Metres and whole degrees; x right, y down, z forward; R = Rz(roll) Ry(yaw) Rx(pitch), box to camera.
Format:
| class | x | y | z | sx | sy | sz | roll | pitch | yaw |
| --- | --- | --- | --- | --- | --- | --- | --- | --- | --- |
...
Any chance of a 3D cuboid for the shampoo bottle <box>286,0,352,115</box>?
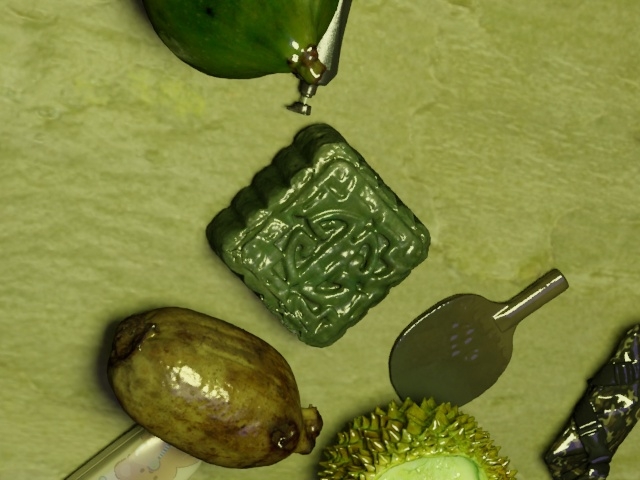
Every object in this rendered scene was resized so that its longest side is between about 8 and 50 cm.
| class | x | y | z | sx | sy | sz | roll | pitch | yaw |
| --- | --- | --- | --- | --- | --- | --- | --- | --- | --- |
| shampoo bottle | 0.000 | -0.196 | 1.454 | 0.048 | 0.027 | 0.137 | 14 | 102 | -10 |

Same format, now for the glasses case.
| class | x | y | z | sx | sy | sz | roll | pitch | yaw |
| --- | --- | --- | --- | --- | --- | --- | --- | --- | --- |
| glasses case | -0.216 | 0.264 | 1.514 | 0.204 | 0.051 | 0.081 | -39 | 117 | -5 |

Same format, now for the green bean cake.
| class | x | y | z | sx | sy | sz | roll | pitch | yaw |
| --- | --- | --- | --- | --- | --- | --- | --- | --- | --- |
| green bean cake | 0.000 | 0.000 | 1.489 | 0.185 | 0.094 | 0.183 | -42 | 117 | 3 |

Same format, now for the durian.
| class | x | y | z | sx | sy | sz | roll | pitch | yaw |
| --- | --- | --- | --- | --- | --- | --- | --- | --- | --- |
| durian | 0.109 | 0.275 | 1.571 | 0.237 | 0.176 | 0.200 | 40 | 81 | -32 |

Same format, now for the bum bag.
| class | x | y | z | sx | sy | sz | roll | pitch | yaw |
| --- | --- | --- | --- | --- | --- | --- | --- | --- | --- |
| bum bag | 0.351 | 0.192 | 1.690 | 0.102 | 0.069 | 0.248 | 28 | 94 | -25 |

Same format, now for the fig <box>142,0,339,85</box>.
| class | x | y | z | sx | sy | sz | roll | pitch | yaw |
| --- | --- | --- | --- | --- | --- | --- | --- | --- | --- |
| fig | -0.061 | -0.232 | 1.305 | 0.195 | 0.245 | 0.195 | -16 | 128 | -21 |

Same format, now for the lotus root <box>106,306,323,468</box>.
| class | x | y | z | sx | sy | sz | roll | pitch | yaw |
| --- | --- | --- | --- | --- | --- | --- | --- | --- | --- |
| lotus root | -0.101 | 0.158 | 1.474 | 0.260 | 0.145 | 0.128 | 30 | 132 | -27 |

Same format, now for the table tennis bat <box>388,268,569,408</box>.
| class | x | y | z | sx | sy | sz | roll | pitch | yaw |
| --- | --- | --- | --- | --- | --- | --- | --- | --- | --- |
| table tennis bat | 0.184 | 0.109 | 1.630 | 0.234 | 0.022 | 0.131 | -33 | 115 | -5 |
